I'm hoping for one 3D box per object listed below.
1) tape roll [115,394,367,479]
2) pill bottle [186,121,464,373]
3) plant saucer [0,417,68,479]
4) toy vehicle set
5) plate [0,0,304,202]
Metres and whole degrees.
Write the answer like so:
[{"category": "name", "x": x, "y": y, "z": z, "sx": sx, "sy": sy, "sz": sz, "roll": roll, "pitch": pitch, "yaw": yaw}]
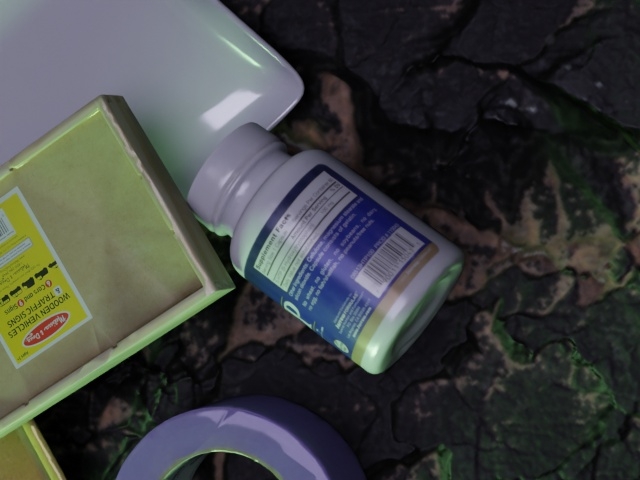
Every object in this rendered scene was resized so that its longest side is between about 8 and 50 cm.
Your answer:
[{"category": "tape roll", "x": -0.059, "y": 0.214, "z": 1.148, "sx": 0.189, "sy": 0.080, "sz": 0.189, "roll": 1, "pitch": 93, "yaw": 17}, {"category": "pill bottle", "x": 0.000, "y": 0.000, "z": 1.106, "sx": 0.186, "sy": 0.112, "sz": 0.112, "roll": 37, "pitch": 102, "yaw": 14}, {"category": "plant saucer", "x": -0.364, "y": 0.186, "z": 1.241, "sx": 0.333, "sy": 0.081, "sz": 0.333, "roll": -32, "pitch": 81, "yaw": 14}, {"category": "toy vehicle set", "x": -0.214, "y": 0.032, "z": 1.127, "sx": 0.267, "sy": 0.035, "sz": 0.166, "roll": -32, "pitch": 83, "yaw": 17}, {"category": "plate", "x": -0.200, "y": -0.118, "z": 1.154, "sx": 0.277, "sy": 0.045, "sz": 0.278, "roll": 42, "pitch": 105, "yaw": -17}]
